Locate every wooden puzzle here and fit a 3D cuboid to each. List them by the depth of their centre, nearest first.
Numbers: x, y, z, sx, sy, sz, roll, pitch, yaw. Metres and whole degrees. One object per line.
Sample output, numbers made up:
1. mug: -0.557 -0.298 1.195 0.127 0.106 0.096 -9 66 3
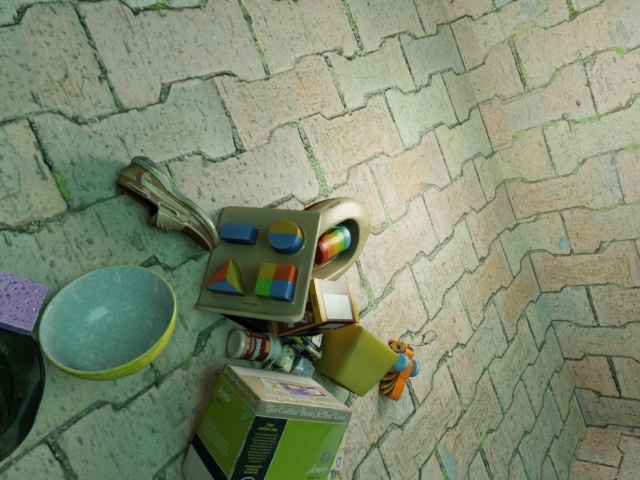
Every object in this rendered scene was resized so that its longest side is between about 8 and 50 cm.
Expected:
1. wooden puzzle: -0.180 0.047 1.319 0.080 0.322 0.348 61 37 -61

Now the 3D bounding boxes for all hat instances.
1. hat: -0.703 0.313 0.906 0.331 0.134 0.331 9 76 -40

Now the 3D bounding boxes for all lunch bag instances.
1. lunch bag: -0.068 0.435 1.518 0.071 0.053 0.083 49 56 -17

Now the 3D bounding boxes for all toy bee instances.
1. toy bee: 0.323 0.471 1.826 0.298 0.162 0.195 -41 121 -13

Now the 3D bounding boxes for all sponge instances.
1. sponge: -0.708 0.114 0.981 0.210 0.031 0.117 31 40 -33

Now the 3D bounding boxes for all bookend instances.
1. bookend: -0.212 0.182 1.420 0.156 0.072 0.157 36 59 -33

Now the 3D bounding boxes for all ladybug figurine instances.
1. ladybug figurine: 0.000 0.000 1.554 0.449 0.162 0.305 -26 128 -42

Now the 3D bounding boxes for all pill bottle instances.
1. pill bottle: -0.199 0.321 1.397 0.152 0.086 0.086 19 70 -39

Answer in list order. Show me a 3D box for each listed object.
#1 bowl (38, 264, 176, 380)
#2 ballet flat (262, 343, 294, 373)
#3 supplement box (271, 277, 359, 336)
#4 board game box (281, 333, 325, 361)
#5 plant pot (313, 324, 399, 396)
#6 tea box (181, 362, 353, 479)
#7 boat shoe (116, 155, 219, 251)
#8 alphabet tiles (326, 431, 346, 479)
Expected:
1. bowl: -0.479 0.216 1.090 0.289 0.289 0.156 -49 156 -37
2. ballet flat: -0.142 0.420 1.436 0.091 0.077 0.241 55 51 -18
3. supplement box: -0.021 0.212 1.417 0.194 0.191 0.129 14 58 -51
4. board game box: -0.057 0.297 1.533 0.170 0.048 0.141 46 36 -26
5. plant pot: 0.100 0.408 1.589 0.212 0.212 0.187 42 70 -29
6. tea box: -0.141 0.545 1.256 0.329 0.220 0.323 24 88 -38
7. boat shoe: -0.417 -0.077 1.261 0.324 0.123 0.116 47 61 -18
8. alphabet tiles: 0.001 0.683 1.514 0.284 0.021 0.278 33 61 -49
